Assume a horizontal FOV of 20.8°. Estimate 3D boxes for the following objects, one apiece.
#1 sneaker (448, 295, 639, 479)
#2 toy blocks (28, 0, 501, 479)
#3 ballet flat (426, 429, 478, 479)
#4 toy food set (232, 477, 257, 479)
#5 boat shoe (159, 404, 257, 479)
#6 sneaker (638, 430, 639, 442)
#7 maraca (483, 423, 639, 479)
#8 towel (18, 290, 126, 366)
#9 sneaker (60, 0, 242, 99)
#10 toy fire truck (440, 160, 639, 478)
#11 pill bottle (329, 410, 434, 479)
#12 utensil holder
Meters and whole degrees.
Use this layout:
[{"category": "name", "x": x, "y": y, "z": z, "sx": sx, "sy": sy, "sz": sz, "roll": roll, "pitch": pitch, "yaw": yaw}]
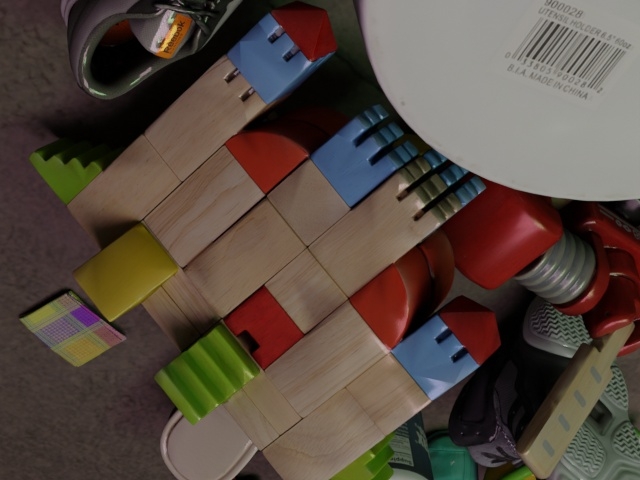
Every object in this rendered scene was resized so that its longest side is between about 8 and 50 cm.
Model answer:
[{"category": "sneaker", "x": 0.192, "y": 0.179, "z": 1.517, "sx": 0.101, "sy": 0.268, "sz": 0.153, "roll": 24, "pitch": 132, "yaw": -24}, {"category": "toy blocks", "x": 0.000, "y": 0.000, "z": 1.303, "sx": 0.261, "sy": 0.191, "sz": 0.381, "roll": -40, "pitch": 87, "yaw": 29}, {"category": "ballet flat", "x": 0.076, "y": 0.289, "z": 1.735, "sx": 0.083, "sy": 0.087, "sz": 0.247, "roll": 19, "pitch": 130, "yaw": -24}, {"category": "toy food set", "x": -0.090, "y": 0.261, "z": 1.729, "sx": 0.083, "sy": 0.020, "sz": 0.082, "roll": -25, "pitch": 133, "yaw": 17}, {"category": "boat shoe", "x": -0.015, "y": 0.093, "z": 1.534, "sx": 0.112, "sy": 0.095, "sz": 0.335, "roll": 47, "pitch": 116, "yaw": -1}, {"category": "sneaker", "x": 0.272, "y": 0.209, "z": 1.726, "sx": 0.044, "sy": 0.040, "sz": 0.109, "roll": 37, "pitch": 128, "yaw": -6}, {"category": "maraca", "x": 0.224, "y": 0.217, "z": 1.656, "sx": 0.127, "sy": 0.099, "sz": 0.185, "roll": -9, "pitch": 155, "yaw": -35}, {"category": "towel", "x": -0.216, "y": 0.078, "z": 1.529, "sx": 0.060, "sy": 0.009, "sz": 0.083, "roll": -29, "pitch": 132, "yaw": 21}, {"category": "sneaker", "x": -0.077, "y": -0.189, "z": 1.194, "sx": 0.100, "sy": 0.108, "sz": 0.271, "roll": 28, "pitch": 131, "yaw": -33}, {"category": "toy fire truck", "x": 0.171, "y": 0.034, "z": 1.374, "sx": 0.217, "sy": 0.246, "sz": 0.158, "roll": 30, "pitch": 123, "yaw": -33}, {"category": "pill bottle", "x": 0.050, "y": 0.219, "z": 1.592, "sx": 0.108, "sy": 0.180, "sz": 0.108, "roll": -4, "pitch": 136, "yaw": -4}, {"category": "utensil holder", "x": 0.149, "y": -0.261, "z": 0.970, "sx": 0.328, "sy": 0.385, "sz": 0.327, "roll": -5, "pitch": 135, "yaw": -5}]
